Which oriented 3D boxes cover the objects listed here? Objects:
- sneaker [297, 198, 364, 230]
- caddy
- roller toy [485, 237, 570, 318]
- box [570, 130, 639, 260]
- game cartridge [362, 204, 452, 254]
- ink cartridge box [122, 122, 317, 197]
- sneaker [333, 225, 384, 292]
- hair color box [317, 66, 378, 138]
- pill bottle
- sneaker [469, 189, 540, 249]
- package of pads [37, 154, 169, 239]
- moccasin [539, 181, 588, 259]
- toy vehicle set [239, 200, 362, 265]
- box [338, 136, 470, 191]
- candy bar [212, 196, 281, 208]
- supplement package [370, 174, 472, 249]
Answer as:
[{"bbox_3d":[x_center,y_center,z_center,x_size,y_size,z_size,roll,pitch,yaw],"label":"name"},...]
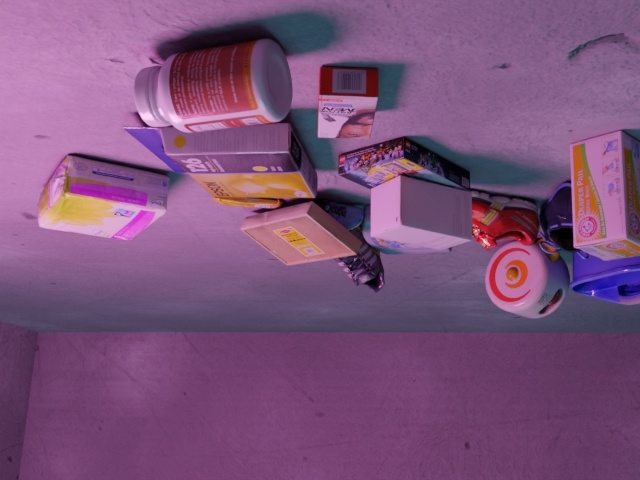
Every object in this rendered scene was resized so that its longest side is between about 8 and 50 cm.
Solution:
[{"bbox_3d":[0.021,-0.062,1.914,0.162,0.063,0.073,3,161,-3],"label":"sneaker"},{"bbox_3d":[0.773,0.069,2.051,0.241,0.179,0.341,10,163,-24],"label":"caddy"},{"bbox_3d":[0.536,0.100,2.173,0.146,0.191,0.209,18,159,-42],"label":"roller toy"},{"bbox_3d":[0.527,-0.078,1.507,0.114,0.203,0.103,16,159,-41],"label":"box"},{"bbox_3d":[0.208,-0.023,2.048,0.198,0.062,0.297,-6,163,15],"label":"game cartridge"},{"bbox_3d":[-0.179,-0.145,1.596,0.307,0.072,0.303,-2,169,9],"label":"ink cartridge box"},{"bbox_3d":[0.090,0.042,2.103,0.111,0.121,0.300,-34,149,17],"label":"sneaker"},{"bbox_3d":[0.042,-0.220,1.354,0.093,0.053,0.167,2,166,0],"label":"hair color box"},{"bbox_3d":[-0.161,-0.225,1.238,0.216,0.121,0.121,-3,164,21],"label":"pill bottle"},{"bbox_3d":[0.354,-0.039,1.836,0.279,0.118,0.107,5,164,-8],"label":"sneaker"},{"bbox_3d":[-0.488,-0.084,1.839,0.229,0.101,0.296,10,163,-26],"label":"package of pads"},{"bbox_3d":[0.542,-0.027,1.851,0.137,0.117,0.342,-1,164,14],"label":"moccasin"},{"bbox_3d":[-0.050,-0.011,1.949,0.166,0.035,0.267,39,151,-29],"label":"toy vehicle set"},{"bbox_3d":[0.169,-0.133,1.661,0.159,0.044,0.233,-11,160,40],"label":"box"},{"bbox_3d":[-0.169,-0.089,1.927,0.161,0.018,0.040,4,168,-6],"label":"candy bar"},{"bbox_3d":[0.201,-0.052,1.665,0.179,0.105,0.105,11,163,-30],"label":"supplement package"}]
